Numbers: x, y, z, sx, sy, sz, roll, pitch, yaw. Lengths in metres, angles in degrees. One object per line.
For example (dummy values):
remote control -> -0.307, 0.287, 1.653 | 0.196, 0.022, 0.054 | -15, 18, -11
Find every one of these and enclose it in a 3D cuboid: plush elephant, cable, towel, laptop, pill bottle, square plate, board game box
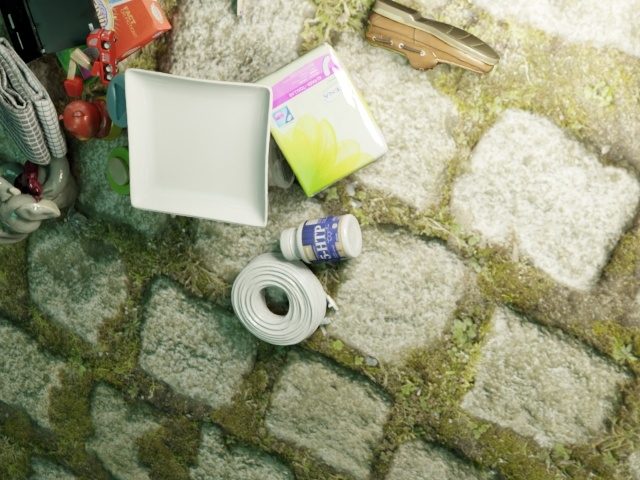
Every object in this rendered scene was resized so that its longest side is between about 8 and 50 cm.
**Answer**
plush elephant -> -0.820, -0.124, 1.996 | 0.272, 0.255, 0.330 | -31, 96, 28
cable -> -0.114, 0.161, 1.916 | 0.257, 0.089, 0.257 | -31, 96, 28
towel -> -0.791, -0.361, 1.873 | 0.284, 0.121, 0.235 | 48, 158, 22
laptop -> -0.707, -0.597, 1.844 | 0.264, 0.136, 0.234 | 1, 111, 48
pill bottle -> 0.000, 0.000, 1.801 | 0.186, 0.112, 0.112 | -8, 106, 24
square plate -> -0.281, -0.215, 1.673 | 0.344, 0.049, 0.347 | 9, 117, 8
board game box -> -0.569, -0.577, 1.841 | 0.316, 0.064, 0.242 | -24, 99, 27

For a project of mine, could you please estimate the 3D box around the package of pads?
package of pads -> -0.001, -0.282, 1.670 | 0.229, 0.101, 0.296 | -29, 98, 5

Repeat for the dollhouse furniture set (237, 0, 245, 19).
dollhouse furniture set -> -0.214, -0.559, 1.683 | 0.091, 0.114, 0.081 | 11, 117, 15

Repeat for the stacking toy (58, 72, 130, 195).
stacking toy -> -0.510, -0.260, 1.789 | 0.309, 0.130, 0.279 | -16, 86, 39

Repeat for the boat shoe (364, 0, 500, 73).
boat shoe -> 0.239, -0.423, 1.564 | 0.307, 0.111, 0.104 | 32, 121, 19

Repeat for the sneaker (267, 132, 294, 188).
sneaker -> -0.144, -0.239, 1.786 | 0.115, 0.090, 0.232 | -2, 106, 27

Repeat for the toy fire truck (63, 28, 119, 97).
toy fire truck -> -0.585, -0.450, 1.820 | 0.135, 0.047, 0.192 | 10, 131, 2
